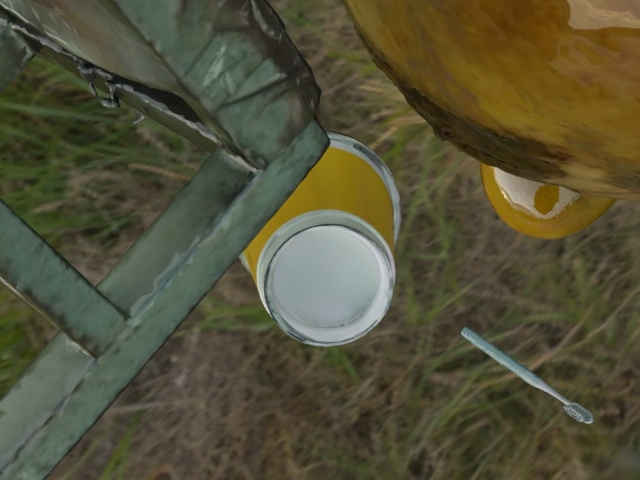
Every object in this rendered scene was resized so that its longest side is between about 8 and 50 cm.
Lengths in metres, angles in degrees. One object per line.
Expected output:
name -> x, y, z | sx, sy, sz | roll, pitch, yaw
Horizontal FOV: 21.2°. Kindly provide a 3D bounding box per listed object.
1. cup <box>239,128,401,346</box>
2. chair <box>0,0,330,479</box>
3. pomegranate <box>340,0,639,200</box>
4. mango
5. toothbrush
cup -> 0.000, 0.000, 1.808 | 0.196, 0.280, 0.196 | -1, 108, -4
chair -> -0.065, -0.088, 0.416 | 0.136, 0.147, 0.270 | 30, 77, 40
pomegranate -> 0.145, -0.144, 0.585 | 0.322, 0.322, 0.322 | 4, 100, 23
mango -> 0.173, -0.076, 1.131 | 0.163, 0.111, 0.089 | -50, 52, 4
toothbrush -> 0.181, 0.119, 1.524 | 0.167, 0.014, 0.011 | 36, 112, 42
